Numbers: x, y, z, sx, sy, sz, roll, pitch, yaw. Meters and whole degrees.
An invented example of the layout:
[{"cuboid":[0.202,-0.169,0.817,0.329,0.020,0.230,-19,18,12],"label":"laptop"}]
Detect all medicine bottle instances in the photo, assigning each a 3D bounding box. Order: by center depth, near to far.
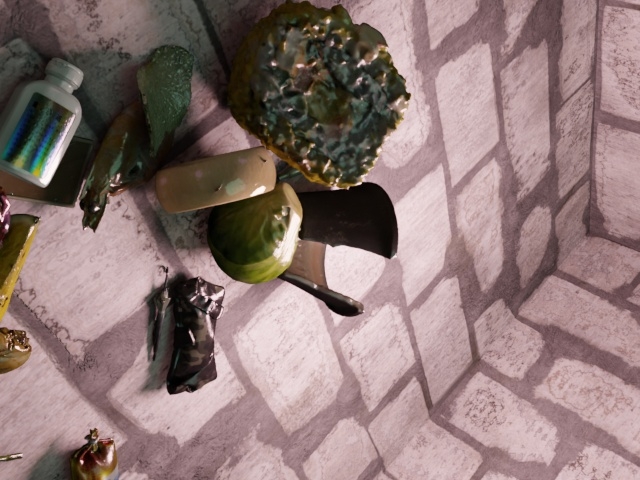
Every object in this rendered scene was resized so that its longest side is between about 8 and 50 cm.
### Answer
[{"cuboid":[-0.516,-0.223,1.318,0.121,0.083,0.229,31,79,-42],"label":"medicine bottle"}]

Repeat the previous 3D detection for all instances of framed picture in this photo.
[{"cuboid":[-0.553,-0.146,1.398,0.203,0.015,0.150,8,107,-50],"label":"framed picture"}]

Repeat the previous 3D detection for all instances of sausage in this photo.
[{"cuboid":[-0.569,0.600,1.787,0.125,0.117,0.317,-7,118,-21],"label":"sausage"}]

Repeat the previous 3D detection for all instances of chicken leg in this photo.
[{"cuboid":[-0.692,0.227,1.433,0.227,0.088,0.103,-4,126,-41],"label":"chicken leg"}]

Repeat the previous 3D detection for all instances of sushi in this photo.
[{"cuboid":[-0.008,-0.342,1.625,0.396,0.240,0.351,36,92,-22],"label":"sushi"}]

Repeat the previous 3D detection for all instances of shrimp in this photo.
[{"cuboid":[-0.408,-0.153,1.510,0.168,0.077,0.317,37,78,-53],"label":"shrimp"}]

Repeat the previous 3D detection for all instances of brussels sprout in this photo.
[{"cuboid":[-0.155,-0.030,1.756,0.271,0.219,0.210,-41,146,21],"label":"brussels sprout"}]

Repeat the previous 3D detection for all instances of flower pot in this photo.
[{"cuboid":[0.000,0.000,1.925,0.251,0.379,0.379,10,107,-30],"label":"flower pot"}]

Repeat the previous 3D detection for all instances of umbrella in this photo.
[{"cuboid":[-0.400,0.191,1.773,0.044,0.044,0.269,5,111,-18],"label":"umbrella"}]

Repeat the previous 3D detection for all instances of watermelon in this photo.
[{"cuboid":[-0.618,0.075,1.369,0.123,0.129,0.301,24,92,-46],"label":"watermelon"}]

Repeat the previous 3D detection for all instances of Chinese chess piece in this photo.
[{"cuboid":[-0.229,-0.135,1.575,0.273,0.273,0.102,-20,101,-41],"label":"Chinese chess piece"}]

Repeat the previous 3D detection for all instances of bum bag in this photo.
[{"cuboid":[-0.324,0.247,1.856,0.144,0.095,0.340,-8,113,-39],"label":"bum bag"}]

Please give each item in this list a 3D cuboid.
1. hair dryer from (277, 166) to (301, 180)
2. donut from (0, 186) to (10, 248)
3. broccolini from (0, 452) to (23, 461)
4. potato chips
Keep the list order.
[{"cuboid":[0.014,-0.242,1.892,0.225,0.088,0.219,-13,153,-40],"label":"hair dryer"},{"cuboid":[-0.715,0.009,1.212,0.345,0.136,0.259,-4,116,-46],"label":"donut"},{"cuboid":[-0.732,0.486,1.599,0.140,0.030,0.035,8,71,-56],"label":"broccolini"},{"cuboid":[-0.324,-0.295,1.482,0.167,0.059,0.228,62,39,-42],"label":"potato chips"}]
